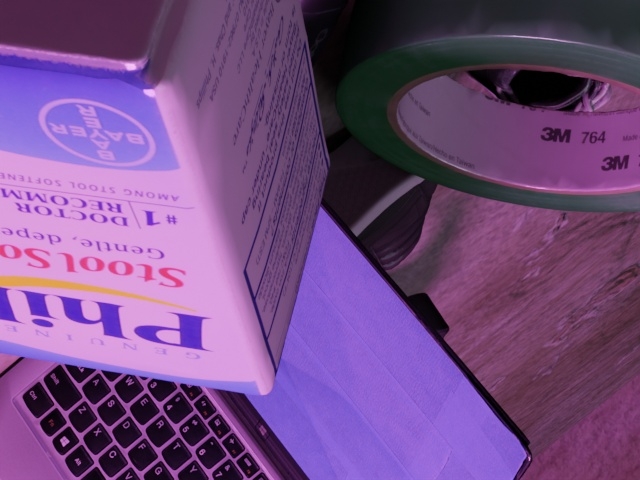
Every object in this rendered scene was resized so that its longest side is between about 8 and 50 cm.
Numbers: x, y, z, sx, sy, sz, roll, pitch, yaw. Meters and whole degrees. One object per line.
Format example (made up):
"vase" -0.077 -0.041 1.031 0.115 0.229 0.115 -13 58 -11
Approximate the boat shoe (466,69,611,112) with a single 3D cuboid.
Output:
"boat shoe" 0.215 -0.153 1.238 0.113 0.105 0.306 -45 156 11

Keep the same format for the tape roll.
"tape roll" 0.175 -0.113 1.021 0.321 0.321 0.077 57 42 -66

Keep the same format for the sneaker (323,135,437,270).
"sneaker" 0.001 0.000 1.187 0.296 0.104 0.147 -33 151 -27

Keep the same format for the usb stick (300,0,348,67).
"usb stick" -0.034 -0.134 0.980 0.077 0.045 0.278 -24 153 -47

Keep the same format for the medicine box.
"medicine box" -0.148 -0.064 0.614 0.289 0.263 0.149 79 22 -60

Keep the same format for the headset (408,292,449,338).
"headset" 0.016 0.191 1.448 0.243 0.185 0.394 -29 169 -24

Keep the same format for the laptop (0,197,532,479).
"laptop" -0.112 0.156 0.952 0.408 0.382 0.236 -40 156 -1
